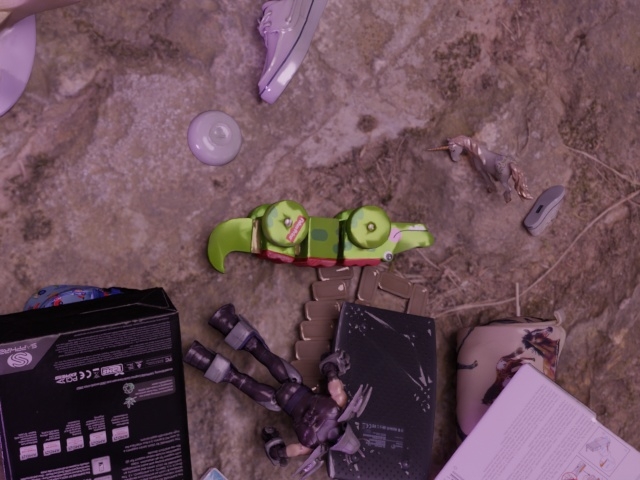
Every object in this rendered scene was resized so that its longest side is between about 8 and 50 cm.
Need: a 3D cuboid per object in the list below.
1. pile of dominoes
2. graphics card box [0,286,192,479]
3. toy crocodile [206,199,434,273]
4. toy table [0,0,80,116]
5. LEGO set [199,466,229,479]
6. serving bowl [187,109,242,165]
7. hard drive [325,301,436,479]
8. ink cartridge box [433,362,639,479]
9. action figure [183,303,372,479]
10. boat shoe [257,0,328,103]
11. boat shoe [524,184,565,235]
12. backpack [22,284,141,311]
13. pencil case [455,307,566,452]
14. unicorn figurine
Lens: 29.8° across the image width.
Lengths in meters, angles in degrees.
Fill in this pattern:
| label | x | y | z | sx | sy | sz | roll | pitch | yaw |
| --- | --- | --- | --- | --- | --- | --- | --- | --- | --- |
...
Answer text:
| label | x | y | z | sx | sy | sz | roll | pitch | yaw |
| --- | --- | --- | --- | --- | --- | --- | --- | --- | --- |
| pile of dominoes | 0.049 | 0.157 | 1.811 | 0.196 | 0.040 | 0.251 | 23 | 67 | -18 |
| graphics card box | -0.285 | 0.257 | 1.525 | 0.232 | 0.094 | 0.371 | -10 | 114 | -17 |
| toy crocodile | 0.000 | 0.000 | 1.758 | 0.340 | 0.115 | 0.105 | 2 | 87 | -21 |
| toy table | -0.451 | -0.305 | 1.583 | 0.252 | 0.161 | 0.274 | -16 | 88 | -24 |
| LEGO set | -0.122 | 0.465 | 1.675 | 0.244 | 0.060 | 0.182 | 47 | 72 | -11 |
| serving bowl | -0.151 | -0.152 | 1.760 | 0.083 | 0.027 | 0.083 | 4 | 80 | -23 |
| hard drive | 0.084 | 0.228 | 1.753 | 0.172 | 0.054 | 0.255 | 11 | 72 | -23 |
| ink cartridge box | 0.301 | 0.350 | 1.688 | 0.239 | 0.060 | 0.275 | 38 | 91 | 14 |
| action figure | -0.048 | 0.208 | 1.672 | 0.285 | 0.099 | 0.185 | 37 | 85 | 10 |
| boat shoe | -0.054 | -0.323 | 1.799 | 0.084 | 0.095 | 0.258 | 27 | 63 | -13 |
| boat shoe | 0.370 | -0.047 | 1.968 | 0.100 | 0.035 | 0.035 | -51 | 130 | -24 |
| backpack | -0.311 | 0.131 | 1.606 | 0.173 | 0.117 | 0.158 | 14 | 78 | -20 |
| pencil case | 0.293 | 0.306 | 1.809 | 0.183 | 0.160 | 0.411 | -1 | 82 | 11 |
| unicorn figurine | 0.265 | -0.117 | 1.898 | 0.060 | 0.162 | 0.111 | -53 | 131 | -25 |
